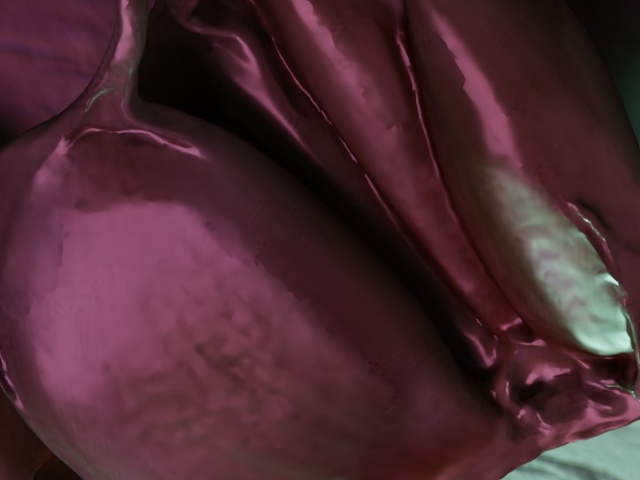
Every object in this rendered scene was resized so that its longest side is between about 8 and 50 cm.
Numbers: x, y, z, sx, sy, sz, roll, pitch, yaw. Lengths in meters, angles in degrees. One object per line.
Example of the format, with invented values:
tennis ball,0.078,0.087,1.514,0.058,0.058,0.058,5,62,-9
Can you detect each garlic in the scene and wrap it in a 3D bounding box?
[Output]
garlic,0.000,0.000,0.502,0.292,0.210,0.237,42,151,-20

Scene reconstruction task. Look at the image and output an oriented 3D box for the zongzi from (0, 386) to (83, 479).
zongzi,-0.116,0.102,0.693,0.447,0.181,0.418,27,143,19
